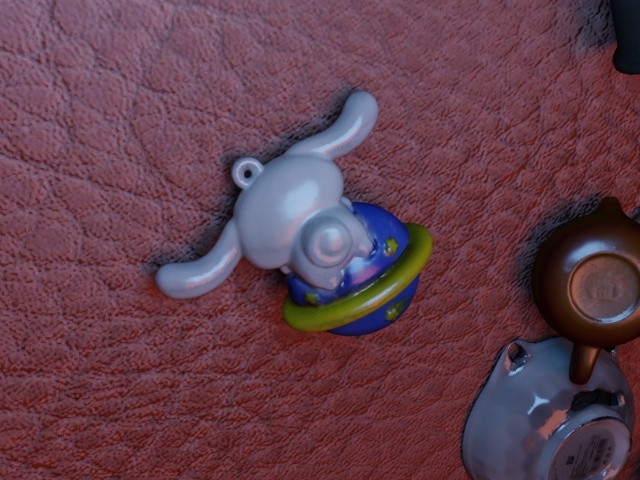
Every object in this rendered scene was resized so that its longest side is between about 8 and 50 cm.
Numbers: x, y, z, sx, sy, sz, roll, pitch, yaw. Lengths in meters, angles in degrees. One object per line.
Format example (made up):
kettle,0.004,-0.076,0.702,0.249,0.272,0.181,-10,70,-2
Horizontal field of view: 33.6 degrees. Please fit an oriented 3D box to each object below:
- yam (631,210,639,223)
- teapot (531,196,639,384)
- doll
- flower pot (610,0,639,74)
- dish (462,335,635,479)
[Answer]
yam,0.453,-0.032,1.465,0.145,0.032,0.032,-44,125,-4
teapot,0.366,0.068,1.408,0.178,0.135,0.252,11,104,8
doll,-0.017,0.021,1.167,0.311,0.159,0.242,-29,125,-8
flower pot,0.423,-0.321,1.203,0.269,0.269,0.166,-36,104,-7
dish,0.348,0.277,1.506,0.303,0.120,0.303,-12,120,-22
